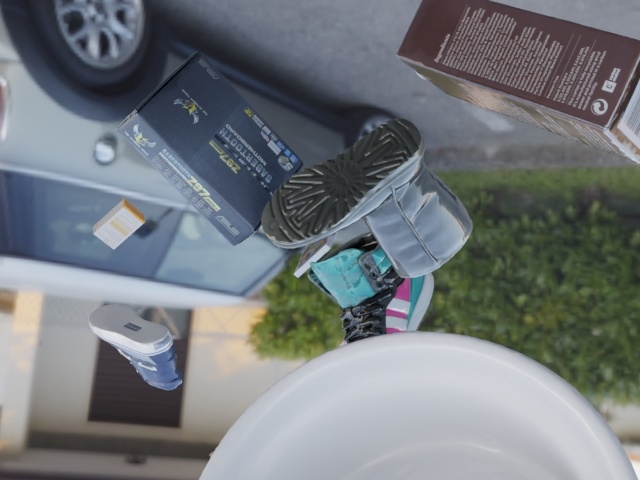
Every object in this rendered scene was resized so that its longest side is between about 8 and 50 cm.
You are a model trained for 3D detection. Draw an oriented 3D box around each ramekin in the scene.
[{"bbox_3d":[0.063,0.208,0.554,0.277,0.277,0.135,3,147,26],"label":"ramekin"}]

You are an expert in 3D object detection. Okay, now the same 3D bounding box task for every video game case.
[{"bbox_3d":[0.000,0.000,1.470,0.011,0.122,0.087,40,125,-12],"label":"video game case"}]

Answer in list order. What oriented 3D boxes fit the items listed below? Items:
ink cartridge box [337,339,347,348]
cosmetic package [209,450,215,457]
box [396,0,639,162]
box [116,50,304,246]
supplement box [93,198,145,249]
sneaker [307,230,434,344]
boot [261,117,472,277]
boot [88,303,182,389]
[{"bbox_3d":[0.100,0.207,1.623,0.115,0.198,0.067,26,160,41],"label":"ink cartridge box"},{"bbox_3d":[-0.069,0.265,0.935,0.060,0.041,0.115,56,179,-42],"label":"cosmetic package"},{"bbox_3d":[0.331,-0.262,1.398,0.381,0.143,0.191,26,-176,35],"label":"box"},{"bbox_3d":[-0.149,-0.132,1.276,0.233,0.183,0.059,46,133,-13],"label":"box"},{"bbox_3d":[-0.441,-0.036,1.965,0.062,0.098,0.036,44,-167,-33],"label":"supplement box"},{"bbox_3d":[0.053,0.097,1.190,0.123,0.296,0.178,-21,125,37],"label":"sneaker"},{"bbox_3d":[0.056,-0.017,0.916,0.189,0.076,0.208,-29,153,4],"label":"boot"},{"bbox_3d":[-0.273,0.156,1.312,0.069,0.086,0.190,-28,-151,-31],"label":"boot"}]
